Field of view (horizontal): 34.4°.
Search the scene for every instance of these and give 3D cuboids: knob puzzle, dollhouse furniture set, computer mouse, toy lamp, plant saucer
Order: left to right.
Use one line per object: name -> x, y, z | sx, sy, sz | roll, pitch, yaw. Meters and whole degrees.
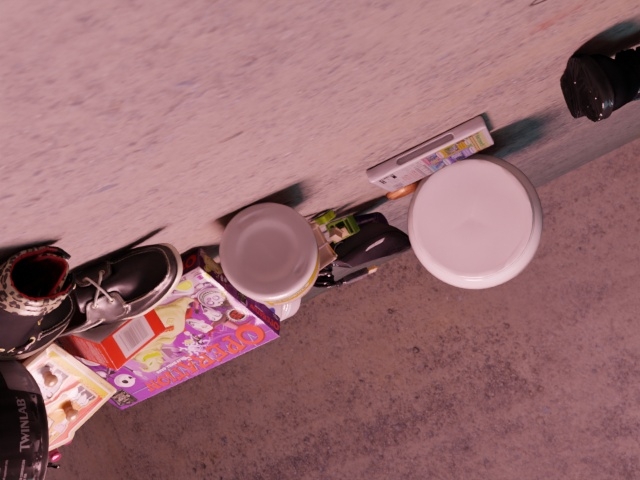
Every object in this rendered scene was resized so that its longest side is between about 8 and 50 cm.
knob puzzle -> -0.388, 0.243, 1.408 | 0.213, 0.030, 0.213 | -28, 140, -26
dollhouse furniture set -> 0.000, 0.000, 1.792 | 0.059, 0.076, 0.152 | -24, -172, 43
toy lamp -> 0.014, 0.021, 2.054 | 0.275, 0.080, 0.080 | -29, 172, 28
computer mouse -> 0.069, 0.018, 1.863 | 0.262, 0.060, 0.184 | -16, -164, -23
plant saucer -> 0.163, -0.096, 1.937 | 0.083, 0.013, 0.083 | -24, 173, -3

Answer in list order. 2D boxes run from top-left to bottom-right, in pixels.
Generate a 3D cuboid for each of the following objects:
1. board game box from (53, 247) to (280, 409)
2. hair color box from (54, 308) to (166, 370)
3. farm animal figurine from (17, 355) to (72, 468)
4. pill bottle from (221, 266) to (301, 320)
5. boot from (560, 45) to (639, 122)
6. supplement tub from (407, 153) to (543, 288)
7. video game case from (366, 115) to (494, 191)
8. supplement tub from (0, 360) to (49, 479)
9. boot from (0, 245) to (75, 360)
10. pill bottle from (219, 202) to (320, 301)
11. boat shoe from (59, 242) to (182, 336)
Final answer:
board game box -> -0.265, 0.154, 1.691 | 0.347, 0.056, 0.208 | -27, 134, 24
hair color box -> -0.302, 0.122, 1.446 | 0.093, 0.053, 0.167 | -40, -151, -29
farm animal figurine -> -0.527, 0.260, 1.456 | 0.327, 0.172, 0.330 | -18, 134, -35
pill bottle -> -0.167, 0.124, 1.891 | 0.272, 0.152, 0.152 | -17, 170, -46
boot -> 0.451, -0.241, 1.432 | 0.207, 0.094, 0.246 | -21, -179, 7
supplement tub -> 0.287, -0.032, 1.900 | 0.241, 0.241, 0.331 | -25, 173, 9
video game case -> 0.179, -0.134, 1.647 | 0.193, 0.023, 0.212 | -25, 173, 11
supplement tub -> -0.495, 0.232, 1.147 | 0.338, 0.207, 0.207 | 5, 154, -46
boot -> -0.327, 0.070, 1.179 | 0.179, 0.085, 0.236 | -31, 172, 29
pill bottle -> -0.069, 0.027, 1.529 | 0.136, 0.136, 0.245 | -24, 174, -1
boat shoe -> -0.282, 0.071, 1.342 | 0.233, 0.084, 0.079 | -24, 175, 21
